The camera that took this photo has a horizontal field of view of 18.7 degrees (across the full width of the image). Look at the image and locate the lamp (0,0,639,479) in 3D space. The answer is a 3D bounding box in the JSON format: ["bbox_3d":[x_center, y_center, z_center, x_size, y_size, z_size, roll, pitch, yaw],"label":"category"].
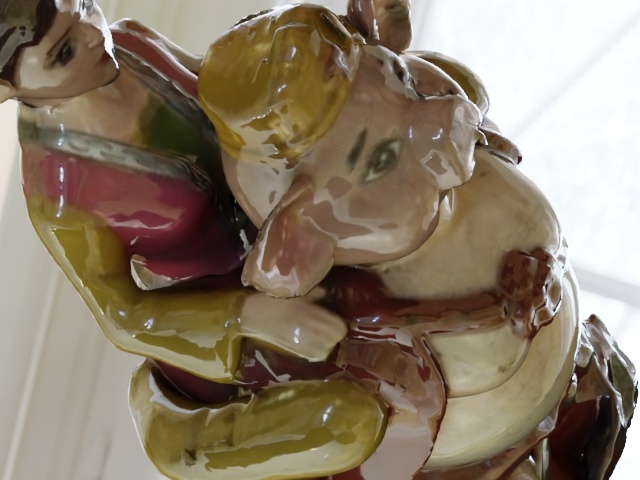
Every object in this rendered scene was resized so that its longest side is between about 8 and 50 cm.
[{"bbox_3d":[0.000,0.000,0.445,0.118,0.118,0.253,24,158,34],"label":"lamp"}]
